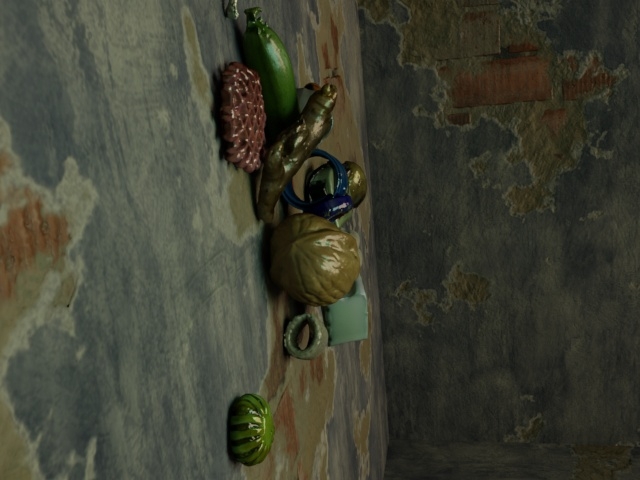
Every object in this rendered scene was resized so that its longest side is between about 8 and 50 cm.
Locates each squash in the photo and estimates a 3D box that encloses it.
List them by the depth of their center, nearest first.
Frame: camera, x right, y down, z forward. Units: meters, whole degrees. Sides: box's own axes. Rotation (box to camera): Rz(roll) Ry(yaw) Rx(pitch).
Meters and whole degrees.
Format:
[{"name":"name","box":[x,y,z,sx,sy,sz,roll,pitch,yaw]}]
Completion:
[{"name":"squash","box":[-0.104,-0.348,1.353,0.379,0.101,0.101,73,19,-44]}]

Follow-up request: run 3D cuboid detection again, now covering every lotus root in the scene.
[{"name":"lotus root","box":[0.094,-0.181,2.128,0.278,0.154,0.154,67,24,-67]}]

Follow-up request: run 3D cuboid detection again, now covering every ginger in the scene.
[{"name":"ginger","box":[-0.061,-0.209,1.336,0.333,0.080,0.166,-54,158,-15]}]

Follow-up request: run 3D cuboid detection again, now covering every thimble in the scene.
[{"name":"thimble","box":[-0.038,0.251,1.544,0.090,0.102,0.115,46,41,-69]}]

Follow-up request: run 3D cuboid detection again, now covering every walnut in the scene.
[{"name":"walnut","box":[-0.018,0.046,1.427,0.261,0.224,0.225,46,43,-65]}]

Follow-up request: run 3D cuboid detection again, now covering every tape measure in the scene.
[{"name":"tape measure","box":[0.029,-0.138,1.855,0.235,0.115,0.207,-42,123,-66]}]

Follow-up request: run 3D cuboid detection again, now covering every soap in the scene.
[{"name":"soap","box":[0.047,0.120,1.710,0.347,0.114,0.208,-103,-172,-54]}]

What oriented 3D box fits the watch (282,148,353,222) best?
[{"name":"watch","box":[-0.019,-0.135,1.564,0.171,0.196,0.200,22,44,-87]}]

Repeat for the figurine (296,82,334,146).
[{"name":"figurine","box":[-0.036,-0.331,1.583,0.236,0.132,0.176,-51,142,-74]}]

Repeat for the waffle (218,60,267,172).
[{"name":"waffle","box":[-0.153,-0.248,1.208,0.234,0.055,0.221,-25,113,-77]}]

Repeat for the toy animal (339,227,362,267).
[{"name":"toy animal","box":[0.074,0.055,2.042,0.193,0.127,0.179,61,30,-69]}]

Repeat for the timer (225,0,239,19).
[{"name":"timer","box":[-0.141,-0.586,1.201,0.266,0.175,0.175,-64,156,-26]}]

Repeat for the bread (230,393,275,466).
[{"name":"bread","box":[-0.131,0.371,1.172,0.130,0.071,0.139,-12,99,-73]}]
